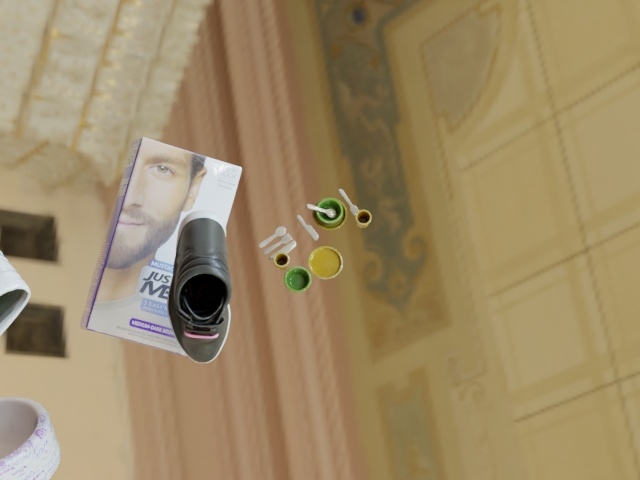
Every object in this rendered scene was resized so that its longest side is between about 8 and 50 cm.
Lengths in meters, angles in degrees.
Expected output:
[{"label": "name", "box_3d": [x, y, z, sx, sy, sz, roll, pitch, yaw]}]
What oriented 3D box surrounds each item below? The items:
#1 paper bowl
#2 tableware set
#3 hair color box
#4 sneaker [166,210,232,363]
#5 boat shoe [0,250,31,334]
[{"label": "paper bowl", "box_3d": [-0.612, 0.417, 2.516, 0.284, 0.284, 0.148, 16, -53, 51]}, {"label": "tableware set", "box_3d": [0.000, 0.000, 1.885, 0.104, 0.154, 0.024, 53, -14, 16]}, {"label": "hair color box", "box_3d": [-0.273, 0.011, 2.365, 0.110, 0.185, 0.339, 176, -70, -73]}, {"label": "sneaker", "box_3d": [-0.192, 0.112, 2.174, 0.147, 0.104, 0.296, -94, -173, -52]}, {"label": "boat shoe", "box_3d": [-0.332, 0.100, 1.135, 0.076, 0.083, 0.226, 34, -97, 34]}]
